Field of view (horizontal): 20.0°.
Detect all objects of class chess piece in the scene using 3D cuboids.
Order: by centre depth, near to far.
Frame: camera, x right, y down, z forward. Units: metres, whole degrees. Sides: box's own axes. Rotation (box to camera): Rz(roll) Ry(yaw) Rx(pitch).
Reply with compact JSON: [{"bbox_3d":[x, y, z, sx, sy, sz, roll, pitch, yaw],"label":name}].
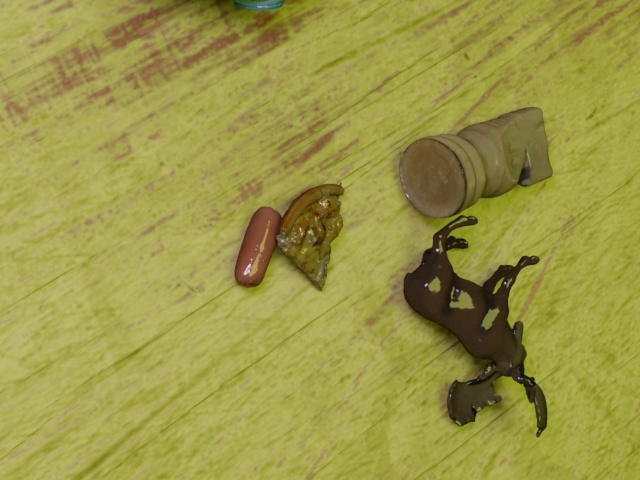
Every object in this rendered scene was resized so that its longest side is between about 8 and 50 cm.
[{"bbox_3d":[0.182,-0.089,1.962,0.200,0.090,0.090,-21,97,-45],"label":"chess piece"}]

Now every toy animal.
[{"bbox_3d":[0.170,0.097,1.933,0.214,0.094,0.186,31,65,-20],"label":"toy animal"}]

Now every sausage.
[{"bbox_3d":[-0.063,0.007,1.809,0.034,0.034,0.083,29,70,-28],"label":"sausage"}]

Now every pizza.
[{"bbox_3d":[0.000,0.000,1.846,0.123,0.026,0.108,-39,124,-49],"label":"pizza"}]

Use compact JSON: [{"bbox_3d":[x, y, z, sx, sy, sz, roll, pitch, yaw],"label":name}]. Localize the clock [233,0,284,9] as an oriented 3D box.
[{"bbox_3d":[-0.074,-0.337,1.764,0.274,0.094,0.223,25,83,-51],"label":"clock"}]
